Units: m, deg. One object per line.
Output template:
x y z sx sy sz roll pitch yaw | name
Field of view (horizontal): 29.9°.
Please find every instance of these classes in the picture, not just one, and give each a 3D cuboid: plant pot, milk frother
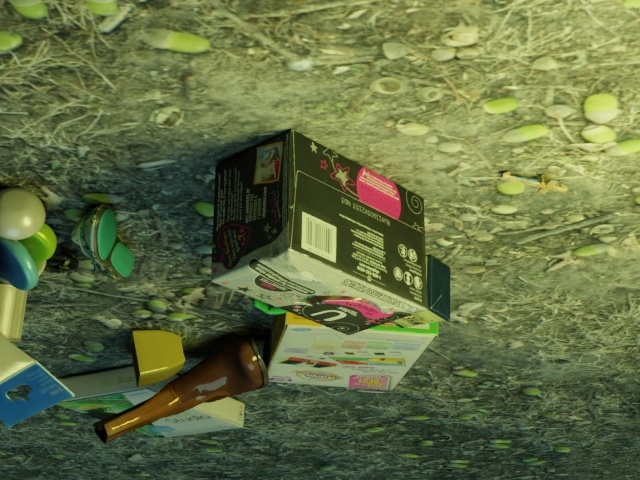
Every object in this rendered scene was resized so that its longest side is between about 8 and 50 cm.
-0.279 0.198 2.059 0.083 0.081 0.081 -8 159 -15 | plant pot
-0.424 0.076 1.701 0.143 0.135 0.129 8 177 -10 | milk frother

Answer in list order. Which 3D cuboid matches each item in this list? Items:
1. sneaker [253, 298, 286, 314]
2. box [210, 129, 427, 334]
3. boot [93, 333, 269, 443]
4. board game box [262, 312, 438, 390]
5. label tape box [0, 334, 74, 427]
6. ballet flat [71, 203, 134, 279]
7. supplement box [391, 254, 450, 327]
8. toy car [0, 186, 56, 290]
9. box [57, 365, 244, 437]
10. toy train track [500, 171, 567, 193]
-0.055 0.051 1.640 0.109 0.123 0.295 -11 155 25 | sneaker
0.000 0.000 1.465 0.142 0.163 0.247 -22 147 40 | box
-0.244 0.255 2.038 0.280 0.096 0.264 -20 179 -25 | boot
0.039 0.169 1.981 0.242 0.064 0.316 5 157 -9 | board game box
-0.541 0.168 1.627 0.347 0.115 0.249 42 144 -17 | label tape box
-0.305 0.002 1.626 0.070 0.070 0.188 0 153 3 | ballet flat
0.139 0.075 1.731 0.083 0.083 0.056 -13 152 33 | supplement box
-0.435 0.017 1.542 0.182 0.136 0.159 6 142 -10 | toy car
-0.334 0.324 2.377 0.232 0.058 0.322 -13 152 29 | box
0.263 -0.075 1.468 0.083 0.014 0.048 11 163 -8 | toy train track
